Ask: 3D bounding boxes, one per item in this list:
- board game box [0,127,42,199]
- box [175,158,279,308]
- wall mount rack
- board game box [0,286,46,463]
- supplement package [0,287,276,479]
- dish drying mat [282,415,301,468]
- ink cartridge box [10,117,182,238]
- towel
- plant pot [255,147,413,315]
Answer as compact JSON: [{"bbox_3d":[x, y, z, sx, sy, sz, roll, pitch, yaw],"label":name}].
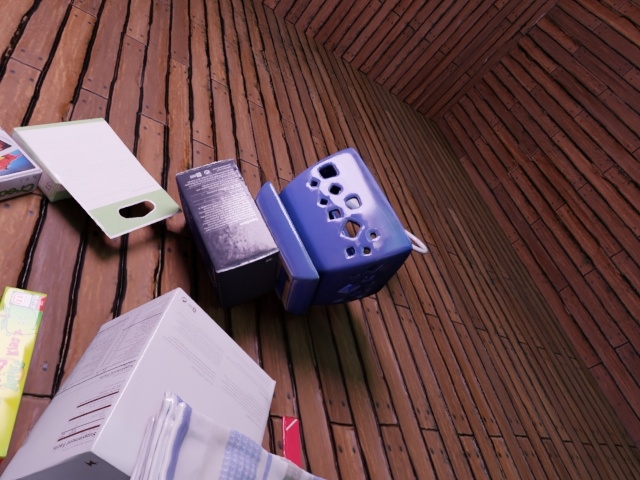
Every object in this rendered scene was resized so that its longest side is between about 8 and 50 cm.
[{"bbox_3d":[-0.557,-0.107,0.573,0.193,0.053,0.305,46,31,2],"label":"board game box"},{"bbox_3d":[-0.163,-0.011,0.802,0.108,0.153,0.207,-20,63,-19],"label":"box"},{"bbox_3d":[0.078,-0.020,1.096,0.350,0.130,0.304,35,19,7],"label":"wall mount rack"},{"bbox_3d":[-0.345,0.151,0.483,0.043,0.092,0.181,20,39,-33],"label":"board game box"},{"bbox_3d":[-0.181,0.206,0.513,0.194,0.149,0.203,52,26,-25],"label":"supplement package"},{"bbox_3d":[-0.045,0.321,0.718,0.032,0.008,0.083,27,35,-29],"label":"dish drying mat"},{"bbox_3d":[-0.377,-0.102,0.779,0.235,0.056,0.171,50,32,2],"label":"ink cartridge box"},{"bbox_3d":[-0.070,0.293,0.425,0.285,0.034,0.209,48,30,-34],"label":"towel"},{"bbox_3d":[0.000,0.000,0.863,0.212,0.236,0.235,-20,68,-19],"label":"plant pot"}]
